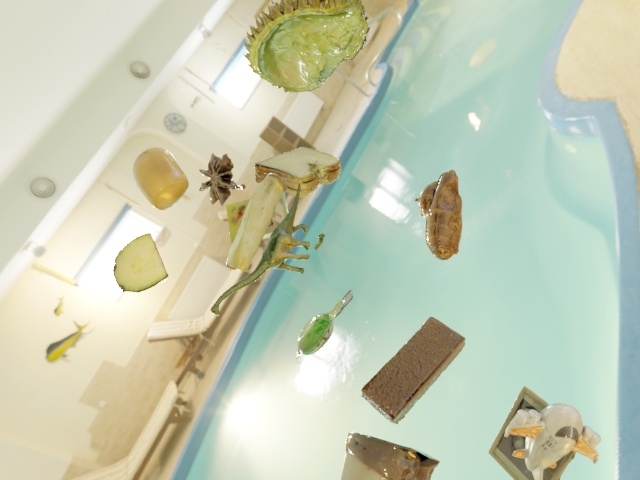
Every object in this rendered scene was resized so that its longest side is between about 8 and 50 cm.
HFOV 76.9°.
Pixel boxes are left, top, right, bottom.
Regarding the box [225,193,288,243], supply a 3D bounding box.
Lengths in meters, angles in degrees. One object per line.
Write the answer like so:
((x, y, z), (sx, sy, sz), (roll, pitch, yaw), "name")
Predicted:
((-0.265, -0.095, 1.715), (0.261, 0.062, 0.175), (-14, 76, 11), "box")

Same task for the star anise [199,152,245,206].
((-0.374, -0.229, 1.541), (0.089, 0.231, 0.209), (-18, -33, -55), "star anise")

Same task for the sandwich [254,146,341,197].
((-0.073, -0.271, 1.567), (0.249, 0.095, 0.273), (23, 38, 34), "sandwich")

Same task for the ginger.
((0.565, -0.108, 1.924), (0.254, 0.176, 0.418), (154, 118, -70), "ginger")

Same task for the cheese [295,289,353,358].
((0.014, 0.308, 1.473), (0.320, 0.083, 0.204), (-48, 6, 12), "cheese")

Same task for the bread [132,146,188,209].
((-0.502, -0.198, 1.238), (0.147, 0.098, 0.217), (-49, 57, 6), "bread")

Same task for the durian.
((-0.042, -0.427, 0.879), (0.163, 0.198, 0.394), (-47, 22, -27), "durian")

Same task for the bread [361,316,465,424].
((0.347, 0.470, 1.490), (0.416, 0.113, 0.165), (-39, 55, -20), "bread")

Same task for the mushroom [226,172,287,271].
((-0.189, -0.059, 1.183), (0.100, 0.081, 0.312), (1, 65, 62), "mushroom")

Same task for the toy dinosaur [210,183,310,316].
((-0.187, 0.023, 1.310), (0.087, 0.301, 0.447), (153, 120, -72), "toy dinosaur")

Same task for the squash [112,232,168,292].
((-0.613, 0.093, 1.395), (0.184, 0.192, 0.085), (-29, -17, 5), "squash")

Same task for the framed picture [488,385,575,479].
((0.652, 0.625, 1.235), (0.209, 0.019, 0.281), (39, 116, 54), "framed picture")

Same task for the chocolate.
((0.189, 0.692, 1.171), (0.283, 0.284, 0.186), (-28, 39, 54), "chocolate")

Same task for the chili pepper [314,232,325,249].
((0.000, 0.000, 1.366), (0.022, 0.027, 0.083), (61, 146, 31), "chili pepper")

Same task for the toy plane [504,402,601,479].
((0.620, 0.541, 1.084), (0.244, 0.245, 0.117), (-47, 9, 27), "toy plane")
